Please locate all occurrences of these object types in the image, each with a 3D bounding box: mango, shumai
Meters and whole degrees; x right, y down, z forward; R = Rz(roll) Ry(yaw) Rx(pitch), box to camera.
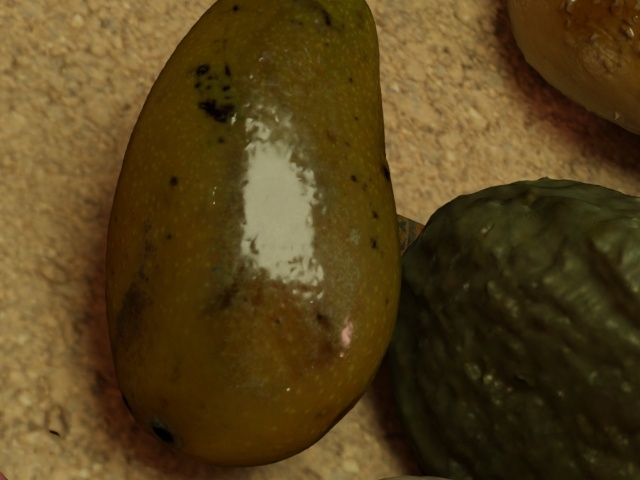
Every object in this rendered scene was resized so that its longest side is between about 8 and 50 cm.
[{"bbox_3d":[-0.036,-0.022,1.125,0.176,0.175,0.329,15,80,-62],"label":"mango"},{"bbox_3d":[0.232,0.080,1.220,0.330,0.292,0.288,36,36,22],"label":"shumai"}]

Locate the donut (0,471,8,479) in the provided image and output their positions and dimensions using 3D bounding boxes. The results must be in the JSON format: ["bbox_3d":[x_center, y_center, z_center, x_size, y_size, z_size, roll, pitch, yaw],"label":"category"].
[{"bbox_3d":[-0.232,0.252,0.891,0.259,0.136,0.345,28,51,-9],"label":"donut"}]

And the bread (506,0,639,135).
[{"bbox_3d":[0.302,-0.211,1.480,0.305,0.159,0.305,8,41,-8],"label":"bread"}]

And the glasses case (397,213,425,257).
[{"bbox_3d":[0.000,0.000,1.252,0.218,0.049,0.075,22,51,-17],"label":"glasses case"}]

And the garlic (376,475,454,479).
[{"bbox_3d":[0.059,0.276,1.039,0.253,0.245,0.245,-43,86,-5],"label":"garlic"}]
